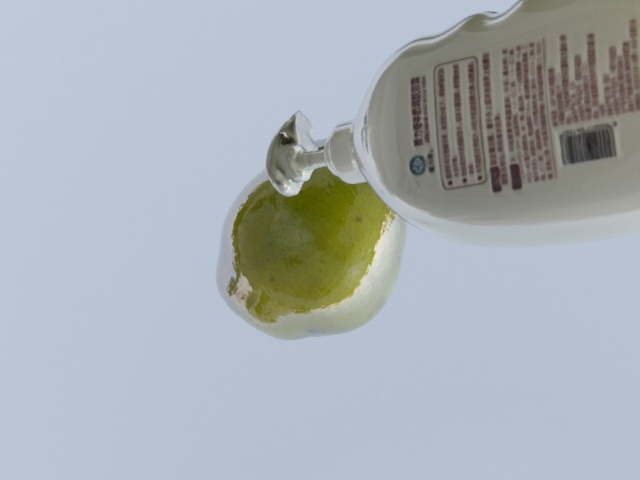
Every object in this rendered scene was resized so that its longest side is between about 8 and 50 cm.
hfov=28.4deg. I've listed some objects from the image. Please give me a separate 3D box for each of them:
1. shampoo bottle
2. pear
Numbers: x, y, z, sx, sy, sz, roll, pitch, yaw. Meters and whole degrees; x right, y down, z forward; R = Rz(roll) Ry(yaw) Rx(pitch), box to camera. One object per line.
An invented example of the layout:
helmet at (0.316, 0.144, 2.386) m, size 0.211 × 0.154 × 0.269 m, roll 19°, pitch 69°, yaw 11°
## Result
shampoo bottle at (0.044, -0.032, 0.387) m, size 0.152 × 0.045 × 0.077 m, roll -10°, pitch -100°, yaw 36°
pear at (0.000, 0.000, 0.577) m, size 0.092 × 0.092 × 0.097 m, roll 36°, pitch -78°, yaw 12°
